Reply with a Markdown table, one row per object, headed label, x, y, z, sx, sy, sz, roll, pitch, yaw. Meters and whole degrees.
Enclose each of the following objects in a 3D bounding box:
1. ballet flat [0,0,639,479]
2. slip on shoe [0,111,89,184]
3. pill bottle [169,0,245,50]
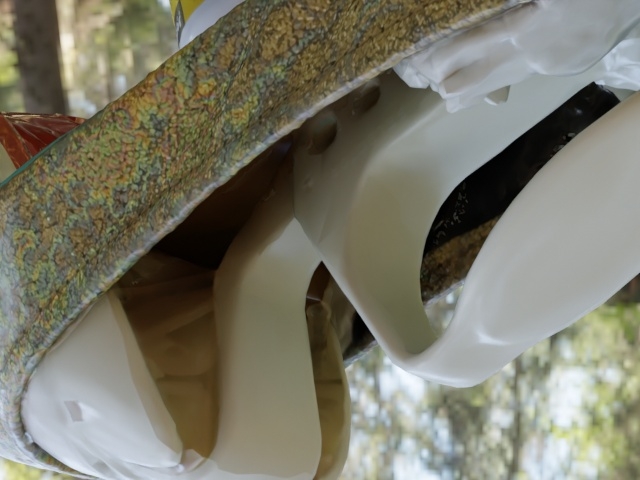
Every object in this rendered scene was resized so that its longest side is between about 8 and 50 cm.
| label | x | y | z | sx | sy | sz | roll | pitch | yaw |
| --- | --- | --- | --- | --- | --- | --- | --- | --- | --- |
| ballet flat | 0.000 | 0.000 | 0.417 | 0.123 | 0.348 | 0.123 | 30 | -141 | -29 |
| slip on shoe | -0.127 | -0.017 | 0.740 | 0.123 | 0.331 | 0.101 | 42 | -97 | 11 |
| pill bottle | -0.041 | -0.145 | 1.024 | 0.103 | 0.103 | 0.184 | -8 | -129 | -8 |
